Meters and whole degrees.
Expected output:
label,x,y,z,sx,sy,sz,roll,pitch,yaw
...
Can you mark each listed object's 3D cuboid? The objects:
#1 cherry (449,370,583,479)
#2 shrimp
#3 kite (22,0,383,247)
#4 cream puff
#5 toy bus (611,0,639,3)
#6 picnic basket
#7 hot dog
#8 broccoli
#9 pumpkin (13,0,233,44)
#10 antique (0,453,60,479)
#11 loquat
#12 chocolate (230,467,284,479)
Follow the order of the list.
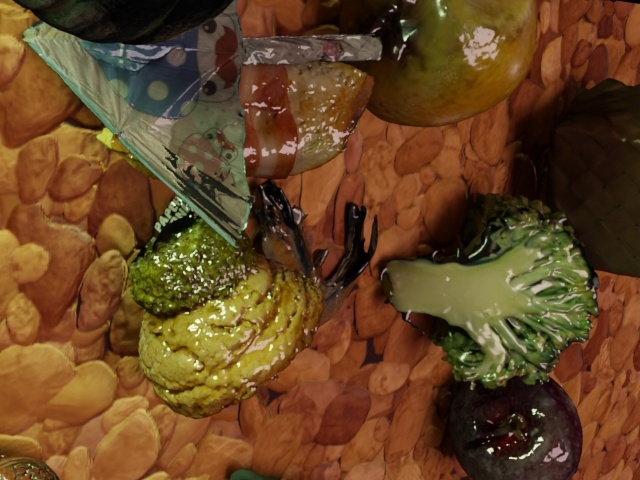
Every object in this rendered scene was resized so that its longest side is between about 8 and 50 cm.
label,x,y,z,sx,sy,sz,roll,pitch,yaw
cherry,0.266,0.266,1.318,0.195,0.195,0.195,-19,119,-40
shrimp,0.000,0.000,1.034,0.152,0.046,0.219,-43,136,-24
kite,-0.091,-0.159,0.814,0.314,0.011,0.335,-1,84,-20
cream puff,-0.106,0.047,0.885,0.183,0.183,0.169,-41,108,-27
toy bus,0.398,-0.452,1.136,0.162,0.194,0.323,8,99,-56
picnic basket,0.466,-0.093,1.296,0.321,0.291,0.254,-37,131,-50
hot dog,-0.079,-0.110,0.872,0.261,0.093,0.123,-4,91,-26
broccoli,0.205,0.057,1.227,0.180,0.273,0.242,-89,-178,-84
pumpkin,-0.136,-0.266,0.675,0.250,0.216,0.250,26,54,-41
antique,-0.267,0.234,0.819,0.104,0.104,0.104,-19,119,-40
loquat,0.115,-0.219,0.947,0.213,0.213,0.213,-19,119,-40
chocolate,-0.001,0.344,1.139,0.291,0.110,0.110,25,87,-50
